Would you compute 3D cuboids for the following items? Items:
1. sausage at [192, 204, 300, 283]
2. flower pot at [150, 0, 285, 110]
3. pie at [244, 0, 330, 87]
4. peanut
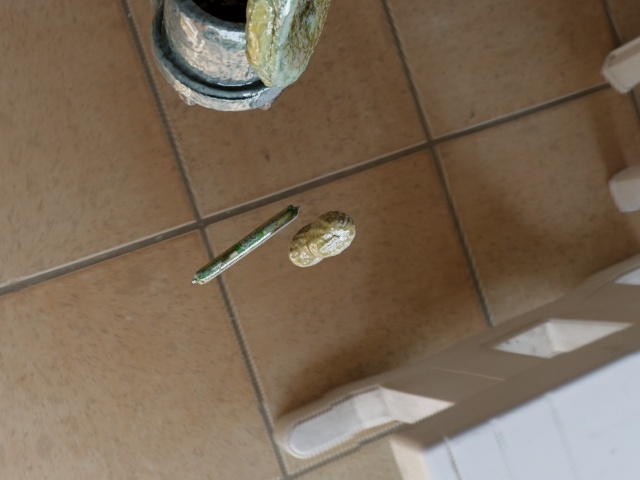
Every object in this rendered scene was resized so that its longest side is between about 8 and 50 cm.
[{"bbox_3d":[-0.150,0.008,1.897,0.269,0.033,0.033,-36,98,-5],"label":"sausage"},{"bbox_3d":[-0.164,-0.382,1.603,0.299,0.283,0.299,4,65,-8],"label":"flower pot"},{"bbox_3d":[-0.026,-0.336,1.187,0.067,0.302,0.302,17,81,6],"label":"pie"},{"bbox_3d":[-0.001,0.001,1.834,0.089,0.193,0.089,11,67,-26],"label":"peanut"}]
